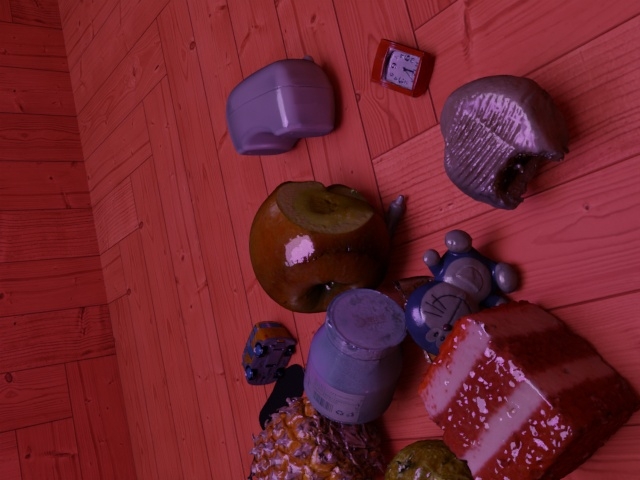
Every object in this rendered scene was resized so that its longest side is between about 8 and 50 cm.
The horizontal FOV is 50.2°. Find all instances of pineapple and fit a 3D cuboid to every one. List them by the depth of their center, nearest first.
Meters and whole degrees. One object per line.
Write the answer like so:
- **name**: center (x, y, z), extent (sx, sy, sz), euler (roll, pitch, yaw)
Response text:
- **pineapple**: center (0.002, 0.577, 1.866), extent (0.300, 0.352, 0.352), euler (-43, 61, 33)

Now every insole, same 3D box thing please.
- **insole**: center (-0.129, 0.524, 2.257), extent (0.119, 0.009, 0.348), euler (57, 133, 33)

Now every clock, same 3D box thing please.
- **clock**: center (0.207, -0.431, 1.712), extent (0.155, 0.061, 0.113), euler (34, 119, 40)

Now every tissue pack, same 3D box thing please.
- **tissue pack**: center (-0.123, -0.393, 1.983), extent (0.333, 0.230, 0.235), euler (-15, 84, 51)

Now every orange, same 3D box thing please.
- **orange**: center (0.291, 0.607, 1.582), extent (0.301, 0.223, 0.300), euler (56, 148, 31)

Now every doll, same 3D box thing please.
- **doll**: center (0.297, 0.130, 1.521), extent (0.258, 0.228, 0.154), euler (-57, 7, -18)

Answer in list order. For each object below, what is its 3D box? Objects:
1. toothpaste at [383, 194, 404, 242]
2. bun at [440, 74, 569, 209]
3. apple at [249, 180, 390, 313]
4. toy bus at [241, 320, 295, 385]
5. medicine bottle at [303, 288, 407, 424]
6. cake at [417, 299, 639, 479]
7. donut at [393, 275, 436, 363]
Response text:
- **toothpaste**: center (0.175, -0.023, 1.810), extent (0.060, 0.038, 0.233), euler (52, 133, 41)
- **bun**: center (0.380, -0.217, 1.411), extent (0.282, 0.205, 0.281), euler (20, 121, 39)
- **apple**: center (0.000, 0.000, 1.797), extent (0.384, 0.374, 0.374), euler (-31, 69, 29)
- **toy bus**: center (-0.179, 0.360, 2.214), extent (0.136, 0.126, 0.209), euler (56, 133, 44)
- **medicine bottle**: center (0.094, 0.287, 1.723), extent (0.245, 0.245, 0.289), euler (51, 145, 35)
- **cake**: center (0.403, 0.312, 1.375), extent (0.319, 0.270, 0.270), euler (52, 129, 34)
- **donut**: center (0.273, 0.187, 1.635), extent (0.085, 0.141, 0.217), euler (79, 175, -70)
